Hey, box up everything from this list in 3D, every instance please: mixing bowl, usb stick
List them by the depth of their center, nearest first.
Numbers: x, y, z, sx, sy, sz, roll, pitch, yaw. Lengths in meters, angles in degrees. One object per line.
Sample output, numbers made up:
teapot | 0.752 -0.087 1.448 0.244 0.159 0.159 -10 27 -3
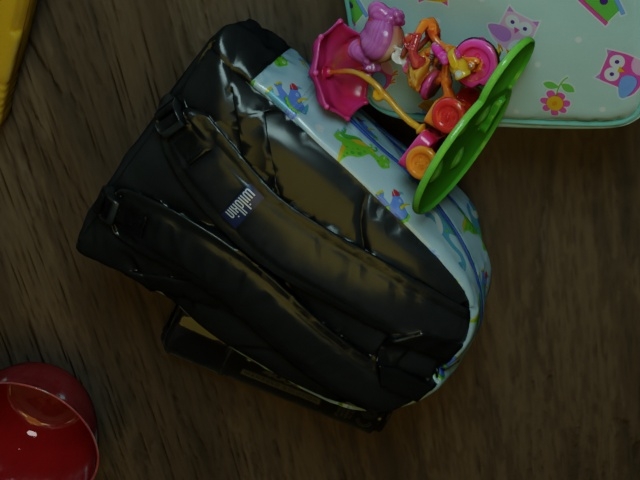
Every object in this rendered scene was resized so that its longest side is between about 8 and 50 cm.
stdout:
usb stick | -0.046 0.142 1.222 0.278 0.045 0.077 23 113 -7
mixing bowl | -0.337 0.211 1.262 0.181 0.098 0.181 2 120 4

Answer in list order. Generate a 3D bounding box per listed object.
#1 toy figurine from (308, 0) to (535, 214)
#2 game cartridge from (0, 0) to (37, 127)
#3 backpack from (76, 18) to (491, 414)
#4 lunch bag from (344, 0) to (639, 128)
toy figurine | 0.067 -0.135 0.888 0.159 0.130 0.173 37 124 14
game cartridge | -0.397 -0.276 0.983 0.285 0.052 0.323 23 129 -6
backpack | 0.000 0.000 1.034 0.355 0.273 0.290 41 116 8
lunch bag | 0.155 -0.203 0.924 0.279 0.108 0.224 7 129 28
